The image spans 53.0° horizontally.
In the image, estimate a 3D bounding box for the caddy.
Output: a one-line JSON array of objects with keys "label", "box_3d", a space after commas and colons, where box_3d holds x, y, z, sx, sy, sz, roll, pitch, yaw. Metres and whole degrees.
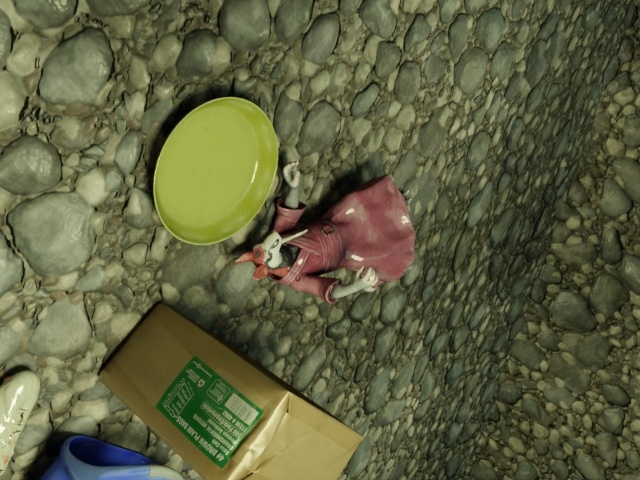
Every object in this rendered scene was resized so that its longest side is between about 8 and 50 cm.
[{"label": "caddy", "box_3d": [-0.301, 0.433, 1.022, 0.179, 0.241, 0.341, -49, 143, -7]}]

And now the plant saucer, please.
[{"label": "plant saucer", "box_3d": [-0.167, -0.110, 1.007, 0.241, 0.037, 0.240, -29, 134, -36]}]

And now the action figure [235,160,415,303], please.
[{"label": "action figure", "box_3d": [0.000, 0.000, 1.214, 0.370, 0.248, 0.276, -15, 169, -30]}]

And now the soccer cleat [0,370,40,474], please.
[{"label": "soccer cleat", "box_3d": [-0.443, 0.274, 0.882, 0.196, 0.076, 0.068, -58, 144, -7]}]

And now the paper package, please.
[{"label": "paper package", "box_3d": [-0.140, 0.278, 1.046, 0.168, 0.325, 0.309, -56, 142, -10]}]
